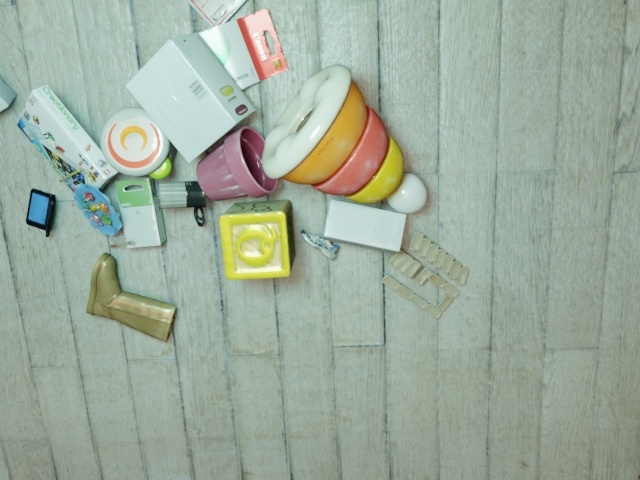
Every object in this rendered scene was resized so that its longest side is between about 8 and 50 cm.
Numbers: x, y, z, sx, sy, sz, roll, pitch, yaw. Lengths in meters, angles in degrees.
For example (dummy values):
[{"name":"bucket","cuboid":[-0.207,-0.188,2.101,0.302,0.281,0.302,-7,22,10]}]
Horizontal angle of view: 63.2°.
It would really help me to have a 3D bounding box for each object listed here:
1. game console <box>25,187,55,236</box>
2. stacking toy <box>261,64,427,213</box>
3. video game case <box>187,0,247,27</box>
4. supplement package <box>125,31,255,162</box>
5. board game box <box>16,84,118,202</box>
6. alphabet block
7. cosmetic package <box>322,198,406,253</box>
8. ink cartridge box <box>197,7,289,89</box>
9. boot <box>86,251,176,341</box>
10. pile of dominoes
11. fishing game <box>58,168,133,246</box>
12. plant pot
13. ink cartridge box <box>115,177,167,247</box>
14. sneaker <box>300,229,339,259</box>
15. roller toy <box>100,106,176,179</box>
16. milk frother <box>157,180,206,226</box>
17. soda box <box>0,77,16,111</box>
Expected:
[{"name":"game console","cuboid":[-0.867,-0.086,1.609,0.071,0.107,0.122,9,107,-29]},{"name":"stacking toy","cuboid":[0.108,-0.213,1.451,0.479,0.351,0.351,34,104,-24]},{"name":"video game case","cuboid":[-0.318,-0.757,1.436,0.204,0.025,0.285,-42,99,12]},{"name":"supplement package","cuboid":[-0.350,-0.390,1.426,0.204,0.145,0.262,-31,106,29]},{"name":"board game box","cuboid":[-0.741,-0.270,1.516,0.193,0.053,0.305,-27,104,44]},{"name":"alphabet block","cuboid":[-0.177,-0.007,1.529,0.192,0.197,0.194,-5,104,4]},{"name":"cosmetic package","cuboid":[0.130,-0.039,1.550,0.231,0.085,0.117,13,82,1]},{"name":"ink cartridge box","cuboid":[-0.224,-0.525,1.465,0.224,0.056,0.181,-18,111,8]},{"name":"boot","cuboid":[-0.588,0.180,1.657,0.269,0.089,0.236,19,115,-2]},{"name":"pile of dominoes","cuboid":[0.328,0.104,1.628,0.251,0.040,0.196,34,103,-14]},{"name":"fishing game","cuboid":[-0.666,-0.084,1.542,0.189,0.041,0.264,-7,121,40]},{"name":"plant pot","cuboid":[-0.247,-0.203,1.498,0.180,0.201,0.201,-19,103,23]},{"name":"ink cartridge box","cuboid":[-0.548,-0.086,1.595,0.108,0.062,0.209,-5,104,5]},{"name":"sneaker","cuboid":[0.000,0.000,1.604,0.135,0.052,0.058,35,93,-14]},{"name":"roller toy","cuboid":[-0.520,-0.283,1.503,0.191,0.146,0.210,1,96,-4]},{"name":"milk frother","cuboid":[-0.411,-0.106,1.543,0.134,0.129,0.143,-4,97,-17]},{"name":"soda box","cuboid":[-0.999,-0.482,1.443,0.091,0.098,0.286,-28,126,8]}]
